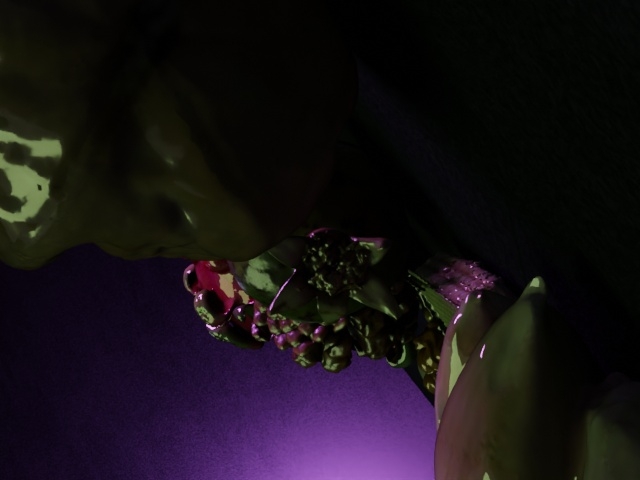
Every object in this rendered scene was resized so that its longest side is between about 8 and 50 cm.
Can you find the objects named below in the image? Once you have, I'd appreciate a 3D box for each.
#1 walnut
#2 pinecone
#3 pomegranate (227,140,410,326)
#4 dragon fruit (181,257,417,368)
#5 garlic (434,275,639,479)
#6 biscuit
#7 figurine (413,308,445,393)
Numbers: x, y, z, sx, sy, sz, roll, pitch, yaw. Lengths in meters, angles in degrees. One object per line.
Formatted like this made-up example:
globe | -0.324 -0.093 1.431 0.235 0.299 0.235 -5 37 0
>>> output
walnut | -0.110 -0.099 0.691 0.273 0.273 0.226 -143 51 -80
pinecone | 0.022 0.041 1.196 0.173 0.174 0.173 53 177 3
pomegranate | -0.001 0.005 0.995 0.148 0.149 0.169 54 -160 -28
dragon fruit | -0.021 0.024 1.456 0.218 0.273 0.198 -117 35 -77
garlic | 0.160 0.168 0.685 0.279 0.132 0.325 42 175 45
biscuit | 0.156 0.117 0.911 0.250 0.046 0.147 54 176 -11
figurine | 0.125 0.110 1.181 0.143 0.068 0.101 57 -157 -54
